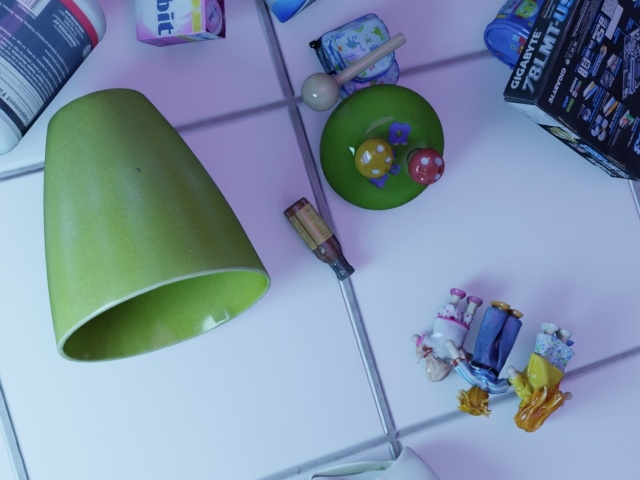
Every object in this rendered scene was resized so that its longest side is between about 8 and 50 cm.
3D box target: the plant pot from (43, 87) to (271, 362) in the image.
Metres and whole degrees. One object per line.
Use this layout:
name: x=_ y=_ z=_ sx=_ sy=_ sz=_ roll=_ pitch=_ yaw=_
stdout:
plant pot: x=-0.242 y=-0.033 z=1.522 sx=0.275 sy=0.275 sz=0.293 roll=-16 pitch=73 yaw=-18

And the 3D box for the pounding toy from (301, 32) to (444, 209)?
pounding toy: x=0.091 y=-0.139 z=1.648 sx=0.183 sy=0.110 sz=0.237 roll=-26 pitch=115 yaw=-7

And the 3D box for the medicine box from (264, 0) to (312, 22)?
medicine box: x=-0.024 y=-0.505 z=1.681 sx=0.263 sy=0.149 sz=0.289 roll=-39 pitch=95 yaw=-17

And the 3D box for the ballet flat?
ballet flat: x=-0.016 y=0.385 z=1.604 sx=0.400 sy=0.139 sz=0.139 roll=-19 pitch=89 yaw=-22

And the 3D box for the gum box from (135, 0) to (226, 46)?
gum box: x=-0.192 y=-0.365 z=1.624 sx=0.107 sy=0.062 sz=0.188 roll=-3 pitch=89 yaw=23

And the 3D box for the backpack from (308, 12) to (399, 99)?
backpack: x=0.058 y=-0.255 z=1.710 sx=0.105 sy=0.084 sz=0.114 roll=-26 pitch=95 yaw=-15

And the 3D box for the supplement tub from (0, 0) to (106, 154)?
supplement tub: x=-0.418 y=-0.230 z=1.507 sx=0.191 sy=0.191 sz=0.272 roll=38 pitch=75 yaw=-9

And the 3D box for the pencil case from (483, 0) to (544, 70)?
pencil case: x=0.375 y=-0.377 z=1.803 sx=0.119 sy=0.133 sz=0.306 roll=30 pitch=70 yaw=32

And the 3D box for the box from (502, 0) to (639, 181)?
box: x=0.426 y=-0.273 z=1.748 sx=0.293 sy=0.073 sz=0.295 roll=26 pitch=85 yaw=-42

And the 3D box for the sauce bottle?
sauce bottle: x=0.000 y=0.000 z=1.685 sx=0.042 sy=0.042 sz=0.128 roll=-37 pitch=97 yaw=-17

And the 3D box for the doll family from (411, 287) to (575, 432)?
doll family: x=0.263 y=0.181 z=1.701 sx=0.263 sy=0.118 sz=0.163 roll=24 pitch=78 yaw=-13
